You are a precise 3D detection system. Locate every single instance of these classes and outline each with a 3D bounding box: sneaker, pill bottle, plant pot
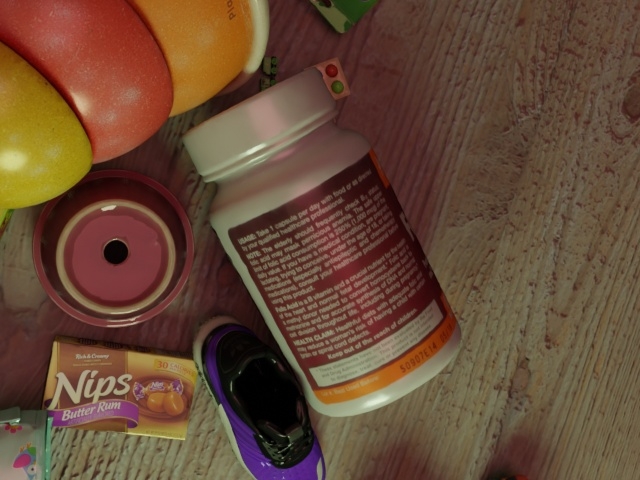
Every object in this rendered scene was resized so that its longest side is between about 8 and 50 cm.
[{"bbox_3d":[-0.059,0.238,0.989,0.102,0.146,0.293,-37,114,-22],"label":"sneaker"},{"bbox_3d":[0.000,0.000,0.976,0.224,0.224,0.392,-30,101,-12],"label":"pill bottle"},{"bbox_3d":[-0.247,0.013,0.929,0.201,0.180,0.201,-1,94,-15],"label":"plant pot"}]

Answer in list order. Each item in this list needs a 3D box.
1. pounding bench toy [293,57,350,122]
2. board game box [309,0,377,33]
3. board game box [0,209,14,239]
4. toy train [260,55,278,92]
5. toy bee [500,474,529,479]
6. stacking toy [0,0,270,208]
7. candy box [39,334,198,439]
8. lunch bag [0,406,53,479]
[{"bbox_3d":[0.008,-0.197,1.048,0.052,0.065,0.083,-23,99,-13],"label":"pounding bench toy"},{"bbox_3d":[0.072,-0.413,1.070,0.124,0.039,0.259,46,78,-13],"label":"board game box"},{"bbox_3d":[-0.383,-0.070,0.931,0.043,0.092,0.181,24,86,-17],"label":"board game box"},{"bbox_3d":[-0.071,-0.210,1.051,0.023,0.017,0.083,3,92,-6],"label":"toy train"},{"bbox_3d":[0.273,0.494,1.090,0.162,0.298,0.195,-21,128,7],"label":"toy bee"},{"bbox_3d":[-0.302,-0.155,0.749,0.350,0.350,0.480,41,59,-14],"label":"stacking toy"},{"bbox_3d":[-0.260,0.191,1.001,0.186,0.053,0.109,11,89,-18],"label":"candy box"},{"bbox_3d":[-0.433,0.322,0.906,0.223,0.160,0.262,2,98,-15],"label":"lunch bag"}]
